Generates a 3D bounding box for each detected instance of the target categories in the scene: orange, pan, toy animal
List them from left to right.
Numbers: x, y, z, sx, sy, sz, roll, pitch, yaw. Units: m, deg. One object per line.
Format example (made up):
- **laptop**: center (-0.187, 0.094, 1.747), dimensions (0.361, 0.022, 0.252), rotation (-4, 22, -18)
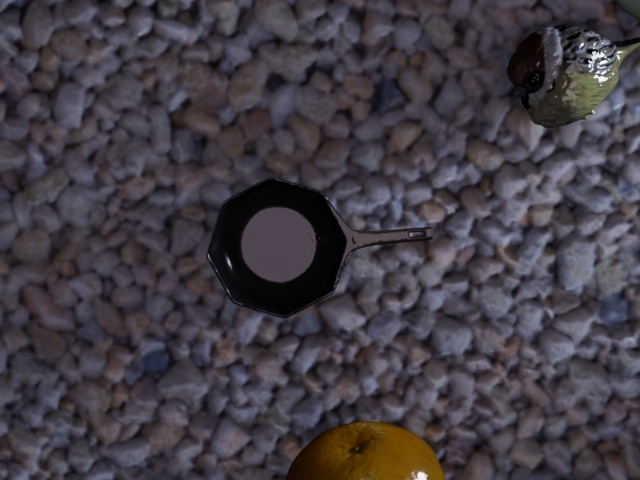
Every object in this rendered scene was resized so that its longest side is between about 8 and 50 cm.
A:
- **pan**: center (-0.004, 0.016, 1.873), dimensions (0.202, 0.048, 0.128), rotation (18, 98, 1)
- **orange**: center (0.044, 0.248, 1.847), dimensions (0.159, 0.159, 0.136), rotation (-12, 120, 3)
- **toy animal**: center (0.237, -0.169, 1.826), dimensions (0.137, 0.098, 0.098), rotation (-44, 93, -11)

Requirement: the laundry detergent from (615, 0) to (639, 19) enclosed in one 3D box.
- **laundry detergent**: center (0.342, -0.249, 1.822), dimensions (0.226, 0.070, 0.099), rotation (11, 105, 2)
